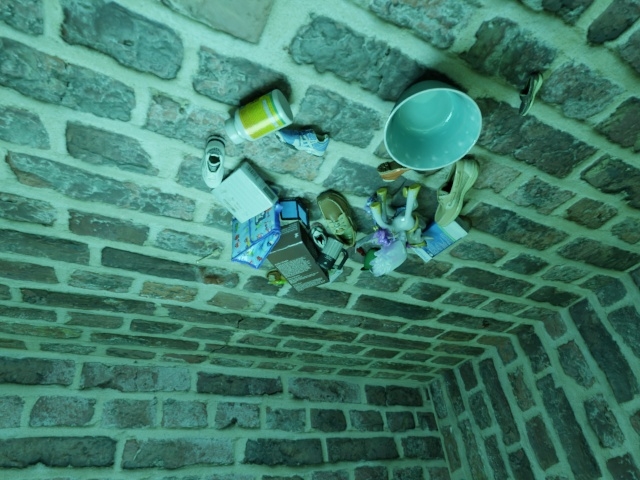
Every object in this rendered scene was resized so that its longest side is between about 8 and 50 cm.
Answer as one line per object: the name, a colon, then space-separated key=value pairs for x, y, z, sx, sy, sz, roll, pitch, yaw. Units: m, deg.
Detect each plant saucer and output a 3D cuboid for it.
plant saucer: x=0.648 y=-0.048 z=2.061 sx=0.199 sy=0.036 sz=0.198 roll=-4 pitch=143 yaw=-3

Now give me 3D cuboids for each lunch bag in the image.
lunch bag: x=-0.241 y=-0.056 z=1.742 sx=0.138 sy=0.220 sz=0.293 roll=21 pitch=134 yaw=-33

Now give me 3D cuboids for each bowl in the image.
bowl: x=0.363 y=-0.408 z=1.413 sx=0.312 sy=0.163 sz=0.311 roll=0 pitch=139 yaw=0

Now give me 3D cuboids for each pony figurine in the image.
pony figurine: x=0.314 y=-0.048 z=1.832 sx=0.351 sy=0.302 sz=0.363 roll=-25 pitch=126 yaw=-3

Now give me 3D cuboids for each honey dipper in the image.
honey dipper: x=-0.543 y=0.080 z=2.032 sx=0.161 sy=0.030 sz=0.030 roll=-26 pitch=139 yaw=27

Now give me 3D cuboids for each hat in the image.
hat: x=0.260 y=0.049 z=2.132 sx=0.173 sy=0.183 sz=0.208 roll=-14 pitch=-176 yaw=20

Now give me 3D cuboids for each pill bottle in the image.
pill bottle: x=-0.206 y=-0.400 z=1.383 sx=0.209 sy=0.117 sz=0.117 roll=-21 pitch=141 yaw=17
pill bottle: x=0.437 y=-0.052 z=1.992 sx=0.067 sy=0.067 sz=0.120 roll=15 pitch=137 yaw=-27

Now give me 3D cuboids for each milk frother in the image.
milk frother: x=0.047 y=0.071 z=1.953 sx=0.129 sy=0.134 sz=0.143 roll=32 pitch=172 yaw=-21

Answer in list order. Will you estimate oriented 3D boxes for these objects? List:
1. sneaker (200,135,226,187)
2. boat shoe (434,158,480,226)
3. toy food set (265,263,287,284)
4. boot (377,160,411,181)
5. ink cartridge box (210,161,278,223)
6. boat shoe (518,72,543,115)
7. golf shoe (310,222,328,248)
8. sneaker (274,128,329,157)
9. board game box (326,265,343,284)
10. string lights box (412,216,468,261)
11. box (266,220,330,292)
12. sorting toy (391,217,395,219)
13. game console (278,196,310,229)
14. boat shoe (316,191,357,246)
sneaker: x=-0.397 y=-0.268 z=1.545 sx=0.090 sy=0.094 sz=0.235 roll=2 pitch=144 yaw=-14
boat shoe: x=0.548 y=-0.203 z=1.782 sx=0.110 sy=0.121 sz=0.340 roll=6 pitch=131 yaw=-11
toy food set: x=-0.225 y=0.189 z=2.219 sx=0.133 sy=0.038 sz=0.192 roll=-3 pitch=143 yaw=-6
boot: x=0.313 y=-0.282 z=1.682 sx=0.158 sy=0.059 sz=0.084 roll=-11 pitch=147 yaw=18
ink cartridge box: x=-0.301 y=-0.183 z=1.659 sx=0.189 sy=0.066 sz=0.232 roll=48 pitch=142 yaw=-18
boat shoe: x=0.716 y=-0.507 z=1.458 sx=0.049 sy=0.056 sz=0.152 roll=2 pitch=133 yaw=-4
golf shoe: x=0.000 y=0.000 z=1.972 sx=0.068 sy=0.085 sz=0.186 roll=-17 pitch=143 yaw=12
sneaker: x=-0.064 y=-0.366 z=1.495 sx=0.211 sy=0.080 sz=0.081 roll=7 pitch=135 yaw=-34
board game box: x=0.038 y=0.185 z=2.269 sx=0.104 sy=0.026 sz=0.154 roll=15 pitch=137 yaw=-27
string lights box: x=0.557 y=-0.021 z=2.002 sx=0.133 sy=0.076 sz=0.260 roll=42 pitch=128 yaw=-7
box: x=-0.111 y=0.088 z=2.024 sx=0.191 sy=0.143 sz=0.381 roll=-19 pitch=143 yaw=11
sorting toy: x=0.352 y=-0.075 z=1.979 sx=0.075 sy=0.044 sz=0.083 roll=37 pitch=127 yaw=-19
game console: x=-0.112 y=-0.111 z=1.811 sx=0.085 sy=0.124 sz=0.144 roll=-28 pitch=147 yaw=-17
boat shoe: x=0.087 y=-0.085 z=1.845 sx=0.123 sy=0.119 sz=0.324 roll=-21 pitch=141 yaw=18
